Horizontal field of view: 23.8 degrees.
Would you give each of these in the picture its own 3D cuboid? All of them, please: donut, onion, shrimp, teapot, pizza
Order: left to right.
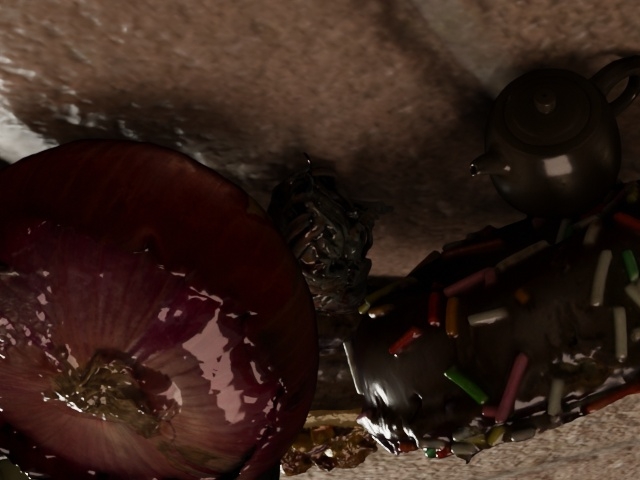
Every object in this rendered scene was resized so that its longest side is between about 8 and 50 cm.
[{"bbox_3d":[-0.113,0.046,0.876,0.248,0.161,0.248,-2,132,-2],"label":"onion"},{"bbox_3d":[-0.035,0.171,1.308,0.246,0.058,0.127,-7,156,2],"label":"pizza"},{"bbox_3d":[0.000,-0.001,0.932,0.073,0.074,0.190,21,153,14],"label":"shrimp"},{"bbox_3d":[0.135,0.040,0.919,0.270,0.103,0.270,-23,-177,1],"label":"donut"},{"bbox_3d":[0.133,-0.064,0.838,0.121,0.076,0.068,-34,147,-8],"label":"teapot"}]

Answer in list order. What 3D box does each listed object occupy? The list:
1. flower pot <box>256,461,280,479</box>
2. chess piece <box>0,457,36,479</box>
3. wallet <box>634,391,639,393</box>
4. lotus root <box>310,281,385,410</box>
[{"bbox_3d":[-0.124,0.180,1.203,0.157,0.157,0.107,-20,143,24],"label":"flower pot"},{"bbox_3d":[-0.258,0.244,1.340,0.243,0.133,0.133,22,142,-38],"label":"chess piece"},{"bbox_3d":[0.237,0.099,1.255,0.204,0.045,0.142,-10,156,5],"label":"wallet"},{"bbox_3d":[-0.009,0.089,1.117,0.329,0.078,0.167,2,155,-22],"label":"lotus root"}]
